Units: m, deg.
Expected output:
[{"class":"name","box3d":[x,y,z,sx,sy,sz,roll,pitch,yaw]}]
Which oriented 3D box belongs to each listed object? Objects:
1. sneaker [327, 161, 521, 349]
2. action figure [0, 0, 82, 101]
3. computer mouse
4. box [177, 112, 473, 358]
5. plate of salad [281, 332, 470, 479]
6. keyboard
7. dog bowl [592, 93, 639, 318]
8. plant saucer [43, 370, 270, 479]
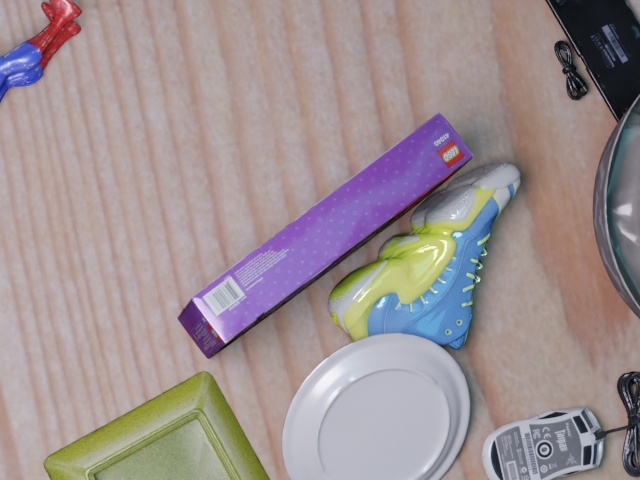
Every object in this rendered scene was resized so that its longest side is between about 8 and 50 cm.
[{"class":"sneaker","box3d":[0.126,0.031,1.939,0.240,0.091,0.126,-39,102,-4]},{"class":"action figure","box3d":[-0.368,-0.146,1.873,0.139,0.091,0.280,35,74,3]},{"class":"computer mouse","box3d":[0.247,0.200,1.953,0.193,0.042,0.106,-10,90,-15]},{"class":"box","box3d":[0.000,0.000,1.857,0.293,0.201,0.057,-37,89,-10]},{"class":"plate of salad","box3d":[0.052,0.179,1.901,0.200,0.048,0.199,-9,115,-20]},{"class":"keyboard","box3d":[0.289,-0.195,2.015,0.108,0.023,0.180,-30,88,-17]},{"class":"dog bowl","box3d":[0.435,-0.034,1.966,0.349,0.102,0.348,1,85,-12]},{"class":"plant saucer","box3d":[-0.144,0.250,1.884,0.188,0.045,0.188,-29,89,-11]}]
